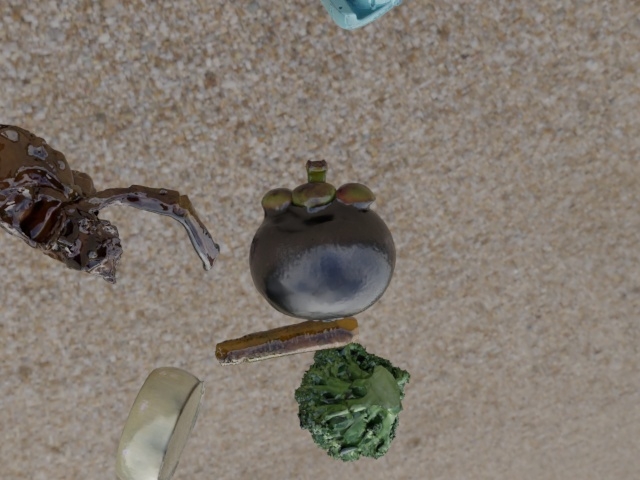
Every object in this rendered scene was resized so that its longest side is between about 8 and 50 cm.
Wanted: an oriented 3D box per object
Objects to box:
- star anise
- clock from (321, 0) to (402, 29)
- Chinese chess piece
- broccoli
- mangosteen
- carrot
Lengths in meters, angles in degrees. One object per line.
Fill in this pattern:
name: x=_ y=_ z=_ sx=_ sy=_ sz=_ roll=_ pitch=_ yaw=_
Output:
star anise: x=-0.294 y=-0.031 z=1.073 sx=0.346 sy=0.237 sz=0.148 roll=21 pitch=94 yaw=-16
clock: x=0.066 y=-0.347 z=1.081 sx=0.147 sy=0.108 sz=0.045 roll=-28 pitch=162 yaw=-7
Chinese chess piece: x=-0.159 y=0.186 z=0.822 sx=0.051 sy=0.122 sz=0.122 roll=19 pitch=143 yaw=5
broccoli: x=0.048 y=0.233 z=1.223 sx=0.195 sy=0.195 sz=0.156 roll=-6 pitch=161 yaw=-22
mangosteen: x=0.000 y=0.000 z=0.771 sx=0.137 sy=0.151 sz=0.137 roll=-6 pitch=-178 yaw=0
carrot: x=-0.039 y=0.117 z=0.969 sx=0.170 sy=0.042 sz=0.042 roll=-11 pitch=147 yaw=-7
